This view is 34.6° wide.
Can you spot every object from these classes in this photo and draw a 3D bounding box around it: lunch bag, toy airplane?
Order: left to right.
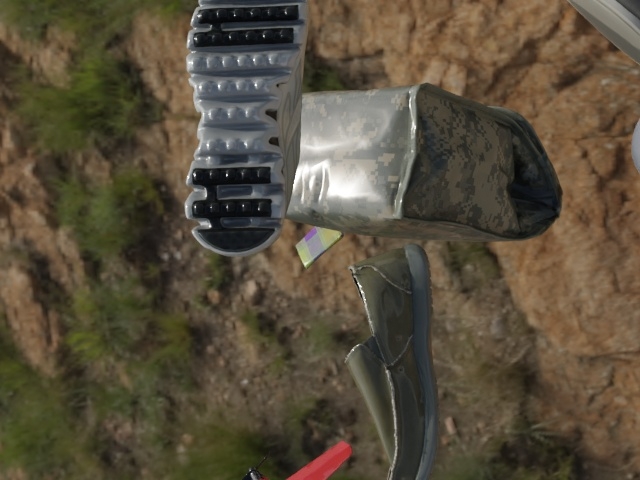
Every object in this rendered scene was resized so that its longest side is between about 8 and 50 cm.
[{"bbox_3d":[-0.026,0.220,0.799,0.151,0.028,0.151,-22,39,19],"label":"toy airplane"},{"bbox_3d":[0.114,-0.080,1.203,0.235,0.287,0.169,5,85,47],"label":"lunch bag"}]

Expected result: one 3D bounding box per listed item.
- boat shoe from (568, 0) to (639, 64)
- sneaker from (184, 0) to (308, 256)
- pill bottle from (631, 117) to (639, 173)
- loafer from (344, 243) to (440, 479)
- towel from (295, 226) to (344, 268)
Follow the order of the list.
[{"bbox_3d":[0.340,-0.177,0.889,0.335,0.112,0.095,41,97,14],"label":"boat shoe"},{"bbox_3d":[-0.062,-0.127,0.955,0.110,0.118,0.292,6,86,13],"label":"sneaker"},{"bbox_3d":[0.386,0.041,0.602,0.229,0.229,0.407,-44,66,36],"label":"pill bottle"},{"bbox_3d":[0.067,0.129,1.011,0.094,0.087,0.251,92,176,-75],"label":"loafer"},{"bbox_3d":[0.000,0.000,1.582,0.083,0.009,0.060,-42,41,16],"label":"towel"}]
